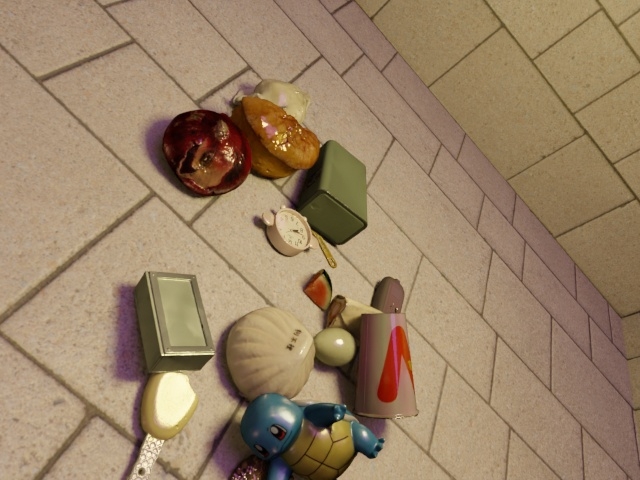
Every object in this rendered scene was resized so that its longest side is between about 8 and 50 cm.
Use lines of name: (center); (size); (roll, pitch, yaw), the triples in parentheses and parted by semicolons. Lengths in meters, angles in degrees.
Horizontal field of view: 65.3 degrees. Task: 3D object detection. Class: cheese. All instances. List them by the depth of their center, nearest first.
cheese: (-0.348, 0.407, 1.084); (0.127, 0.050, 0.256); (34, 44, -24)

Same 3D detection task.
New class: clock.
clock: (-0.103, -0.027, 1.626); (0.229, 0.063, 0.156); (29, 43, -32)

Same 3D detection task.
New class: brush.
brush: (0.000, 0.000, 1.748); (0.082, 0.010, 0.218); (-19, 78, -50)

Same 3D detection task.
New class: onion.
onion: (-0.318, -0.270, 1.456); (0.271, 0.195, 0.272); (9, 69, -24)

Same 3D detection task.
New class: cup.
cup: (0.190, 0.360, 1.474); (0.202, 0.203, 0.289); (6, 80, -43)

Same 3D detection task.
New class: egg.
egg: (0.041, 0.317, 1.488); (0.152, 0.114, 0.114); (15, 54, -34)

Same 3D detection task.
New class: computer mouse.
computer mouse: (0.242, 0.235, 1.794); (0.120, 0.057, 0.232); (39, 45, -20)

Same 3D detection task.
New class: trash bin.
trash bin: (0.050, -0.184, 1.815); (0.222, 0.158, 0.344); (35, 37, -23)

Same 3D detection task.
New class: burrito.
burrito: (0.155, 0.282, 1.621); (0.299, 0.143, 0.105); (31, 9, -25)

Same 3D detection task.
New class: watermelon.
watermelon: (-0.006, 0.161, 1.595); (0.094, 0.125, 0.136); (-10, 89, -17)

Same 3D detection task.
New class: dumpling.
dumpling: (-0.180, -0.493, 1.828); (0.242, 0.187, 0.318); (19, 26, 18)

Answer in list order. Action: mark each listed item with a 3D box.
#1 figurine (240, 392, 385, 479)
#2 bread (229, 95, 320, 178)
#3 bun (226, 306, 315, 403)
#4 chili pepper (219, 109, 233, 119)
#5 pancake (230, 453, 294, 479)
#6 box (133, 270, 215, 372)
figurine: (0.003, 0.493, 1.230); (0.416, 0.298, 0.243); (26, 21, -46)
bread: (-0.156, -0.311, 1.658); (0.340, 0.194, 0.179); (29, 52, -41)
bun: (-0.098, 0.289, 1.304); (0.263, 0.175, 0.263); (27, 50, -39)
chili pepper: (-0.350, -0.373, 1.624); (0.059, 0.050, 0.268); (53, 41, -9)
pancake: (-0.133, 0.605, 1.184); (0.199, 0.021, 0.199); (25, 48, -32)
box: (-0.345, 0.187, 1.171); (0.129, 0.086, 0.225); (10, 44, -41)
